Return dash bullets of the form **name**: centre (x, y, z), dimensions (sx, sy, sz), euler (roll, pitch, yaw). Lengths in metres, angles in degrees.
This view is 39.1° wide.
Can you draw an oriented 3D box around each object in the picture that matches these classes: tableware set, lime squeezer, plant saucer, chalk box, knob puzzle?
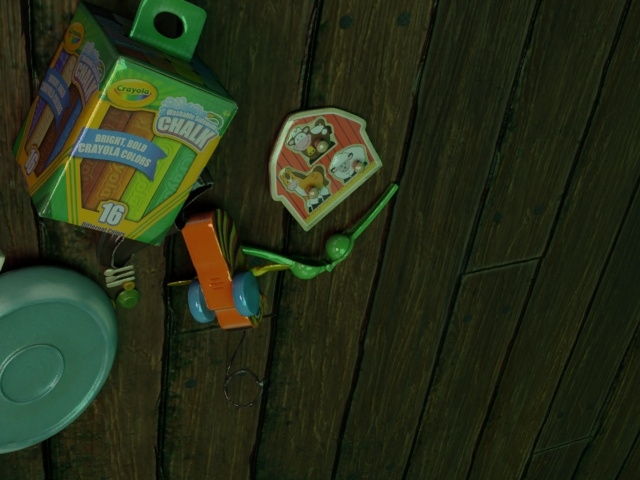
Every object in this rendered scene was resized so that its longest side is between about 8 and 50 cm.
- **tableware set**: centre (-0.355, 0.086, 1.381), dimensions (0.154, 0.024, 0.104), euler (-17, 135, -21)
- **lime squeezer**: centre (0.000, 0.000, 1.521), dimensions (0.310, 0.059, 0.110), euler (-21, 100, -16)
- **plant saucer**: centre (-0.429, 0.187, 1.314), dimensions (0.317, 0.043, 0.318), euler (-25, 131, -31)
- **chalk box**: centre (-0.237, -0.171, 1.138), dimensions (0.180, 0.179, 0.289), euler (16, 115, -39)
- **knob puzzle**: centre (0.000, -0.125, 1.413), dimensions (0.213, 0.030, 0.213), euler (-16, 126, -24)

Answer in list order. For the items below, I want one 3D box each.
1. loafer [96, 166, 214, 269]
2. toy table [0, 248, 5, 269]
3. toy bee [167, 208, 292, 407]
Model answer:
- **loafer**: centre (-0.237, -0.035, 1.298), dimensions (0.220, 0.078, 0.080), euler (-49, 168, 10)
- **toy table**: centre (-0.529, -0.028, 1.087), dimensions (0.274, 0.161, 0.252), euler (-2, 125, -31)
- **toy bee**: centre (-0.148, 0.084, 1.429), dimensions (0.195, 0.162, 0.299), euler (11, 108, 9)
